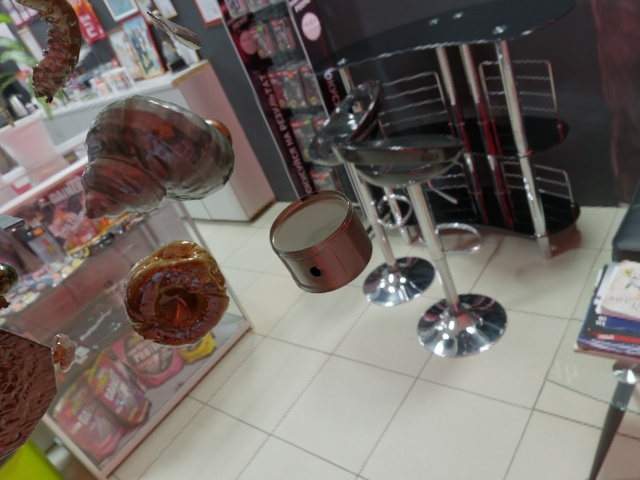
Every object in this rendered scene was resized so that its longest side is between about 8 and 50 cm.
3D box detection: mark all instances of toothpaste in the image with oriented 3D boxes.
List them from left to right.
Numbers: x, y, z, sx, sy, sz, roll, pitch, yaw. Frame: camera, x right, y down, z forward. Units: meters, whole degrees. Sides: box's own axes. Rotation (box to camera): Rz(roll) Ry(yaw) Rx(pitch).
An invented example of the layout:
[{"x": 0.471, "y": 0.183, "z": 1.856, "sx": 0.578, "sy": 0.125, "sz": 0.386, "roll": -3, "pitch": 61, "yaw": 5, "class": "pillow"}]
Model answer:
[{"x": -0.314, "y": -0.462, "z": 1.141, "sx": 0.037, "sy": 0.067, "sz": 0.255, "roll": -51, "pitch": 4, "yaw": 11, "class": "toothpaste"}]

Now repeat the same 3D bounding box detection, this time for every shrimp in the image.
[{"x": -0.628, "y": -0.477, "z": 1.189, "sx": 0.068, "sy": 0.287, "sz": 0.185, "roll": 24, "pitch": 55, "yaw": 2, "class": "shrimp"}]

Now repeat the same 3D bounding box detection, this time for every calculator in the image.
[{"x": -0.790, "y": -0.048, "z": 1.245, "sx": 0.171, "sy": 0.018, "sz": 0.057, "roll": 11, "pitch": 31, "yaw": 28, "class": "calculator"}]

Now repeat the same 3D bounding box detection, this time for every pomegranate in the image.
[{"x": -0.887, "y": 0.129, "z": 1.392, "sx": 0.122, "sy": 0.162, "sz": 0.122, "roll": -8, "pitch": 7, "yaw": 1, "class": "pomegranate"}]

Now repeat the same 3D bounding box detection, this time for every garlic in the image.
[{"x": -0.752, "y": 0.329, "z": 1.491, "sx": 0.074, "sy": 0.113, "sz": 0.094, "roll": -1, "pitch": -23, "yaw": -27, "class": "garlic"}]

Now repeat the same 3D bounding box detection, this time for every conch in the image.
[{"x": -0.274, "y": -0.129, "z": 0.836, "sx": 0.195, "sy": 0.220, "sz": 0.277, "roll": 23, "pitch": 51, "yaw": 23, "class": "conch"}]

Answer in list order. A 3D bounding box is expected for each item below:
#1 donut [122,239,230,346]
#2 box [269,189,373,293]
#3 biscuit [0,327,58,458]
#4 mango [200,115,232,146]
[{"x": -0.480, "y": 0.180, "z": 1.712, "sx": 0.360, "sy": 0.360, "sz": 0.170, "roll": -27, "pitch": 30, "yaw": -5, "class": "donut"}, {"x": 0.000, "y": 0.000, "z": 1.282, "sx": 0.226, "sy": 0.149, "sz": 0.226, "roll": -20, "pitch": 37, "yaw": 16, "class": "box"}, {"x": -0.758, "y": 0.360, "z": 1.131, "sx": 0.046, "sy": 0.359, "sz": 0.359, "roll": 20, "pitch": 48, "yaw": 30, "class": "biscuit"}, {"x": -0.300, "y": -0.226, "z": 1.195, "sx": 0.221, "sy": 0.121, "sz": 0.151, "roll": 9, "pitch": 28, "yaw": 43, "class": "mango"}]
